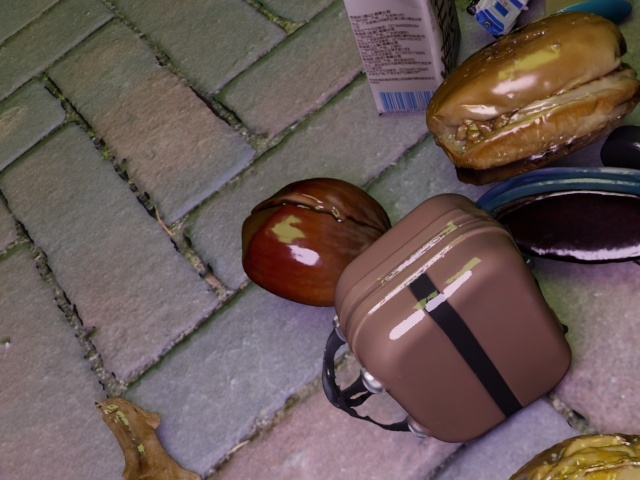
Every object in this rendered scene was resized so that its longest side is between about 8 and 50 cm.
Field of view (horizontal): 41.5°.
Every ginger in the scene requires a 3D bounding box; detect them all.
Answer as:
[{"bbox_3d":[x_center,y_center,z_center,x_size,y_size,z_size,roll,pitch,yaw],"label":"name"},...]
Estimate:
[{"bbox_3d":[-0.221,0.343,1.115,0.148,0.081,0.333,-26,50,-3],"label":"ginger"}]

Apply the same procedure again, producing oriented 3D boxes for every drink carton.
[{"bbox_3d":[0.134,-0.372,1.344,0.132,0.324,0.194,0,57,19],"label":"drink carton"}]

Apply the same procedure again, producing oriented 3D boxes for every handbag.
[{"bbox_3d":[0.133,0.119,0.990,0.283,0.302,0.149,-34,47,4],"label":"handbag"}]

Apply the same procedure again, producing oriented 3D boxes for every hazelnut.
[{"bbox_3d":[0.000,-0.002,1.218,0.181,0.181,0.212,-15,36,40],"label":"hazelnut"}]

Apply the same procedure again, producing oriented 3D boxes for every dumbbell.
[{"bbox_3d":[0.478,-0.170,1.181,0.100,0.100,0.191,23,68,35],"label":"dumbbell"}]

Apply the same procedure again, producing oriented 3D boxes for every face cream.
[{"bbox_3d":[0.450,-0.464,1.435,0.139,0.067,0.285,1,54,13],"label":"face cream"}]

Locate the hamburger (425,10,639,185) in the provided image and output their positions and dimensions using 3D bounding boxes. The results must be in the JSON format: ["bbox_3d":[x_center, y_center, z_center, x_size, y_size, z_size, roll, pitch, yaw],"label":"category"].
[{"bbox_3d":[0.289,-0.204,1.192,0.284,0.174,0.304,-28,10,11],"label":"hamburger"}]

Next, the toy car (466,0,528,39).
[{"bbox_3d":[0.325,-0.428,1.445,0.170,0.080,0.070,-56,15,-21],"label":"toy car"}]

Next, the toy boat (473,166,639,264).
[{"bbox_3d":[0.354,-0.039,1.130,0.309,0.129,0.142,2,21,22],"label":"toy boat"}]

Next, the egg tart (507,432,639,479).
[{"bbox_3d":[0.316,0.324,0.867,0.297,0.132,0.297,-8,54,12],"label":"egg tart"}]
